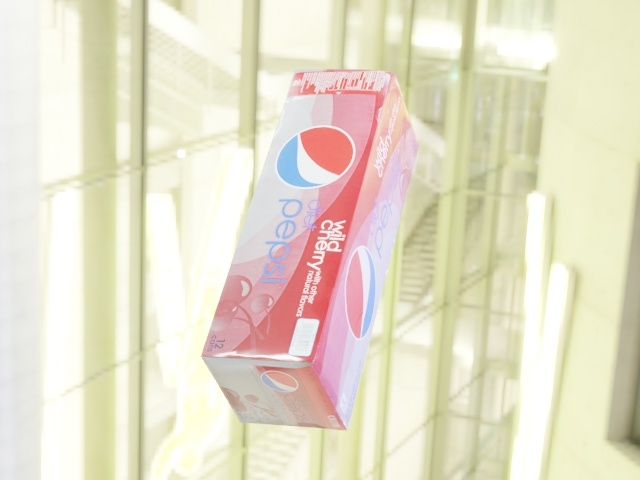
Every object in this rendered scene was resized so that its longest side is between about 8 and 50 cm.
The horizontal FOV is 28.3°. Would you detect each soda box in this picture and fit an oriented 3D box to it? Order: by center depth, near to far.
[{"bbox_3d":[0.000,0.000,0.907,0.083,0.092,0.263,1,-127,21],"label":"soda box"}]
